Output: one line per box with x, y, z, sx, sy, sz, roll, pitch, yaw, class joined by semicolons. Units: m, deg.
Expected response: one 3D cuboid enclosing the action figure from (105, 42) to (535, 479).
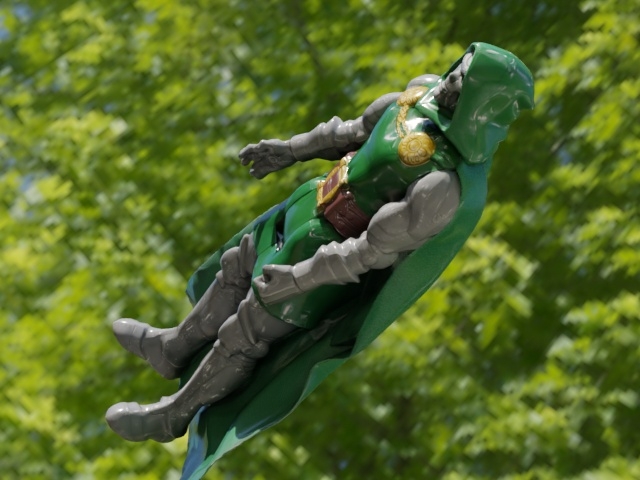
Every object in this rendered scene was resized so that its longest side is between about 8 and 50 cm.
0.000;0.000;0.763;0.063;0.137;0.232;27;-52;-29;action figure
